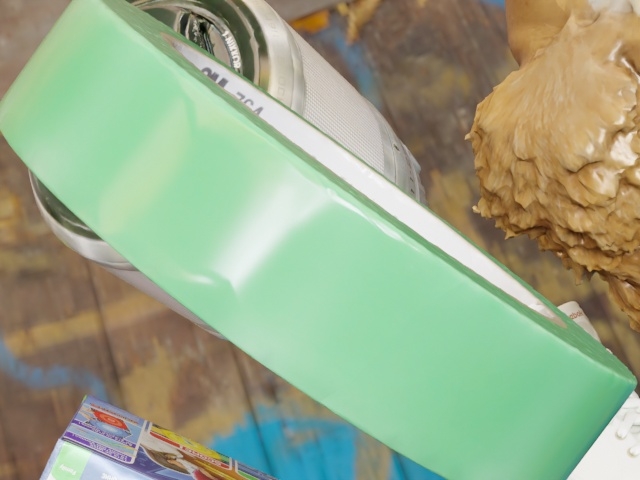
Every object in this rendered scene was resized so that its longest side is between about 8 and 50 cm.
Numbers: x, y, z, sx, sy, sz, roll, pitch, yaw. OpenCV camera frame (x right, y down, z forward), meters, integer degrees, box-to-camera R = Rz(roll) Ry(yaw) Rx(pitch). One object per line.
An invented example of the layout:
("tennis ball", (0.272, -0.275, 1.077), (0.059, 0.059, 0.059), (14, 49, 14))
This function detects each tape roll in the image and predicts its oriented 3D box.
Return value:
("tape roll", (0.000, 0.000, 0.771), (0.077, 0.321, 0.321), (-53, 139, 5))

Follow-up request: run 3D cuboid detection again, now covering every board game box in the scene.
("board game box", (-0.045, 0.146, 0.846), (0.201, 0.136, 0.035), (25, 92, -3))

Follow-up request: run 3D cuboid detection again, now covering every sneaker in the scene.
("sneaker", (0.214, 0.129, 1.323), (0.106, 0.290, 0.123), (-18, 130, -46))

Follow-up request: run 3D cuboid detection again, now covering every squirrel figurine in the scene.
("squirrel figurine", (0.290, -0.116, 1.180), (0.370, 0.281, 0.397), (24, 90, -55))

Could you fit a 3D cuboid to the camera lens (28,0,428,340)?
("camera lens", (-0.065, -0.048, 1.198), (0.219, 0.219, 0.274), (-31, 146, 15))
